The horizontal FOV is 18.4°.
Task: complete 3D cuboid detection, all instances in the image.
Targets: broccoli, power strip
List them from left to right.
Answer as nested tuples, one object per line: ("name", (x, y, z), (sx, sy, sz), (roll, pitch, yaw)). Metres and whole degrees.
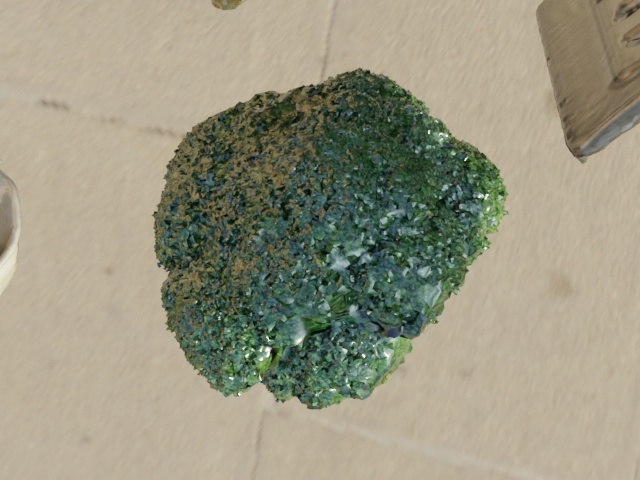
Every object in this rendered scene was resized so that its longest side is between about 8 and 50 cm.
("broccoli", (0.000, 0.000, 1.657), (0.308, 0.275, 0.307), (-4, 72, 12))
("power strip", (0.263, -0.158, 1.256), (0.257, 0.251, 0.092), (-37, 116, 19))

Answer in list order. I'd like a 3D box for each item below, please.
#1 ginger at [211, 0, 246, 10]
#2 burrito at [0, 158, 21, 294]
("ginger", (-0.037, -0.309, 1.478), (0.131, 0.086, 0.294), (31, 124, 23))
("burrito", (-0.127, 0.054, 0.514), (0.087, 0.060, 0.226), (47, 138, 21))
